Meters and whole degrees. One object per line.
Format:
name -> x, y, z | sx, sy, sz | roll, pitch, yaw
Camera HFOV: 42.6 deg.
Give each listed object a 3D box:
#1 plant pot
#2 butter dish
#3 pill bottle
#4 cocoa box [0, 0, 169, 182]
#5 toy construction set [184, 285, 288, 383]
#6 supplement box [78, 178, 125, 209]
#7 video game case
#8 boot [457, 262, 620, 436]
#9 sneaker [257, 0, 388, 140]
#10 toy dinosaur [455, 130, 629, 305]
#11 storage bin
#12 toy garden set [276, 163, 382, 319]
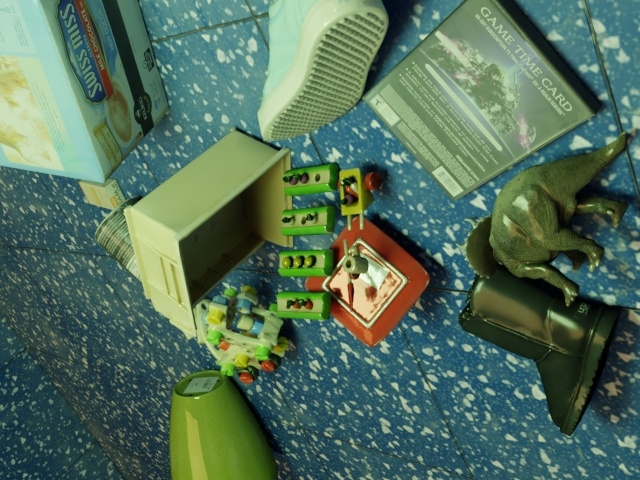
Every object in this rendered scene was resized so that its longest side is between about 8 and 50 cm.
plant pot -> -0.268, 0.485, 2.067 | 0.275, 0.275, 0.293 | 7, 115, 43
butter dish -> 0.086, 0.062, 1.327 | 0.160, 0.118, 0.160 | 41, 107, 14
pill bottle -> -0.348, 0.034, 1.743 | 0.246, 0.130, 0.130 | 43, 147, 2
cocoa box -> -0.435, -0.304, 1.337 | 0.232, 0.228, 0.347 | 10, 135, 19
toy construction set -> -0.188, 0.197, 1.728 | 0.215, 0.151, 0.328 | 28, 160, -20
supplement box -> -0.483, -0.108, 1.819 | 0.098, 0.036, 0.062 | 14, 136, 38
video game case -> 0.188, -0.175, 1.035 | 0.196, 0.026, 0.274 | 48, 146, -4
boot -> 0.306, 0.153, 1.197 | 0.207, 0.094, 0.246 | 23, 136, 26
sneaker -> -0.013, -0.263, 1.098 | 0.366, 0.135, 0.150 | 133, 123, -62
toy dinosaur -> 0.274, -0.020, 1.025 | 0.160, 0.121, 0.313 | 26, 148, 6
storage bin -> -0.176, -0.012, 1.387 | 0.123, 0.262, 0.260 | 29, 144, 25
toy garden set -> 0.000, 0.000, 1.267 | 0.204, 0.049, 0.244 | -3, 82, 47
